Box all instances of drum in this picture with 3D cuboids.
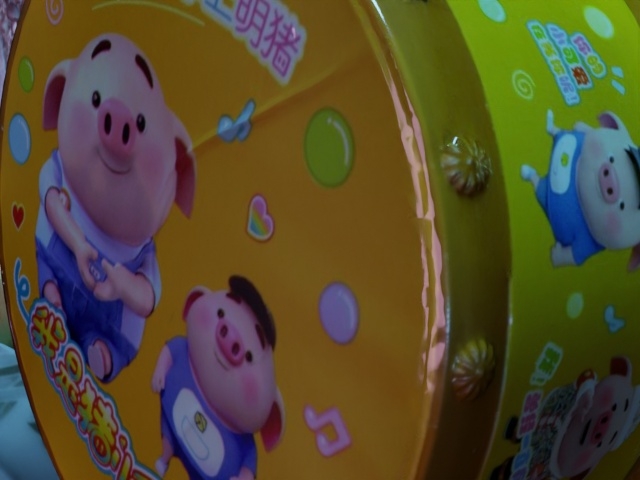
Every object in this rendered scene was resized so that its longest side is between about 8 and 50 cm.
[{"bbox_3d":[0.000,0.000,0.690,0.431,0.214,0.431,9,102,49],"label":"drum"}]

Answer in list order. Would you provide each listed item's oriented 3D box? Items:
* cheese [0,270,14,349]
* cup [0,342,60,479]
[{"bbox_3d":[-0.312,0.029,1.168,0.214,0.117,0.226,37,127,38],"label":"cheese"},{"bbox_3d":[-0.306,0.210,1.082,0.347,0.163,0.347,17,132,20],"label":"cup"}]
